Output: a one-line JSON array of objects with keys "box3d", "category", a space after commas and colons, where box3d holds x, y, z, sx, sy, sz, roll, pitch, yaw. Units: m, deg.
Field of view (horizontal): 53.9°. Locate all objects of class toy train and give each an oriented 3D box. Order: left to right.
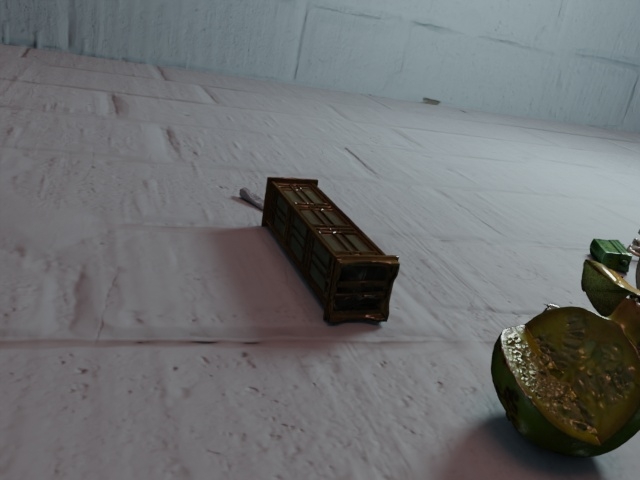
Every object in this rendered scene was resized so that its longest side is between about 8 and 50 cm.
[{"box3d": [0.534, 0.026, 1.160, 0.056, 0.038, 0.093, 6, 21, 5], "category": "toy train"}]

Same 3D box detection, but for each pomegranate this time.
[{"box3d": [0.252, 0.131, 0.614, 0.169, 0.122, 0.143, -32, 41, -10], "category": "pomegranate"}]

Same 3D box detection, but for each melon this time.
[{"box3d": [0.427, 0.091, 0.853, 0.160, 0.079, 0.128, 23, 13, 17], "category": "melon"}]

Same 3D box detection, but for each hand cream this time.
[{"box3d": [-0.111, -0.069, 1.116, 0.093, 0.019, 0.030, 35, 29, 34], "category": "hand cream"}]

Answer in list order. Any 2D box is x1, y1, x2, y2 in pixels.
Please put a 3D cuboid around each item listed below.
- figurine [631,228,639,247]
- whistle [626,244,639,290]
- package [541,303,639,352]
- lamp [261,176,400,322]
[{"box3d": [0.698, 0.022, 1.212, 0.187, 0.083, 0.083, 16, 21, -4], "category": "figurine"}, {"box3d": [0.626, 0.069, 0.933, 0.348, 0.189, 0.189, 23, 22, 2], "category": "whistle"}, {"box3d": [0.356, 0.140, 0.787, 0.173, 0.027, 0.171, 19, 22, 21], "category": "package"}, {"box3d": [0.000, 0.000, 0.887, 0.089, 0.090, 0.325, 2, 22, -21], "category": "lamp"}]
